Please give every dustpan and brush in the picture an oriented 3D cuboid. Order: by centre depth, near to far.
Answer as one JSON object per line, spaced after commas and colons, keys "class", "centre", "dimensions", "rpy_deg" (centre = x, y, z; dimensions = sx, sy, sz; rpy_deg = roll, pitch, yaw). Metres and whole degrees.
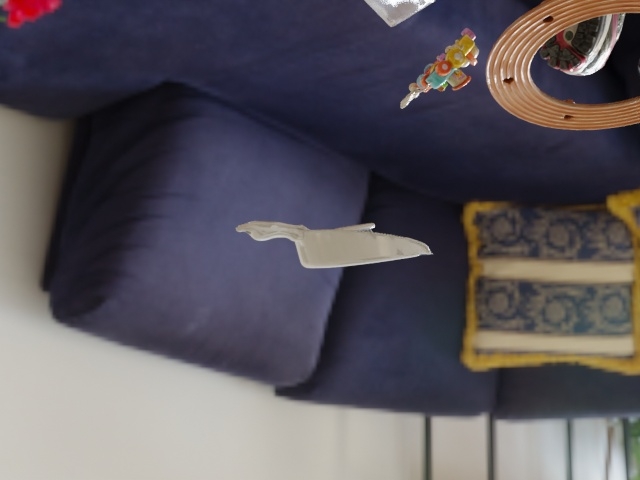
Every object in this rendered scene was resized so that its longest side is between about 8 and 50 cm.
{"class": "dustpan and brush", "centre": [0.000, 0.000, 1.365], "dimensions": [0.211, 0.060, 0.147], "rpy_deg": [-8, -177, -34]}

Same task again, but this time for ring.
{"class": "ring", "centre": [0.392, -0.251, 1.662], "dimensions": [0.337, 0.032, 0.336], "rpy_deg": [-1, 152, 0]}

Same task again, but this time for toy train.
{"class": "toy train", "centre": [0.163, -0.215, 1.625], "dimensions": [0.046, 0.166, 0.125], "rpy_deg": [42, 117, -5]}

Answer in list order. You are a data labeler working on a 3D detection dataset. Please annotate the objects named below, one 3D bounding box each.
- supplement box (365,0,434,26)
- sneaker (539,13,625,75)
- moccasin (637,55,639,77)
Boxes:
{"class": "supplement box", "centre": [0.052, -0.407, 1.581], "dimensions": [0.073, 0.239, 0.130], "rpy_deg": [-30, 164, 14]}
{"class": "sneaker", "centre": [0.408, -0.391, 1.803], "dimensions": [0.121, 0.299, 0.112], "rpy_deg": [28, -166, 33]}
{"class": "moccasin", "centre": [0.480, -0.241, 1.243], "dimensions": [0.342, 0.117, 0.137], "rpy_deg": [-24, 131, 9]}
